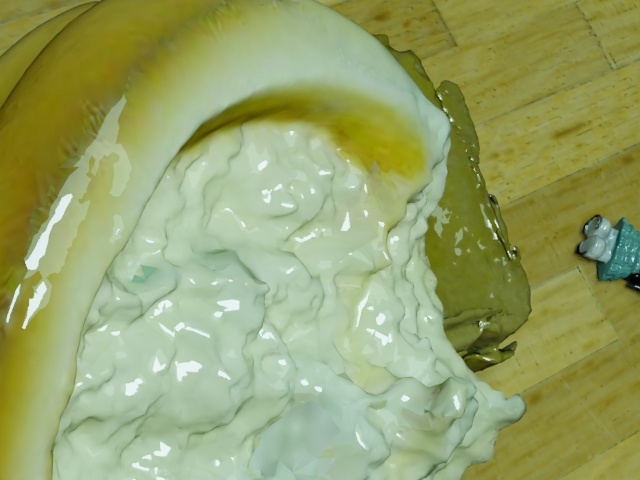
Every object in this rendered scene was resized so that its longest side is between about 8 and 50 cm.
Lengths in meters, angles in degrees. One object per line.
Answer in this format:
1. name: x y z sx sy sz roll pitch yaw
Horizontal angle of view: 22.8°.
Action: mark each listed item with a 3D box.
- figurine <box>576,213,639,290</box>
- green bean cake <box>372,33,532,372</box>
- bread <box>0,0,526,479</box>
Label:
1. figurine: 0.240 0.020 1.169 0.106 0.047 0.060 24 54 -13
2. green bean cake: 0.000 0.000 1.015 0.224 0.131 0.230 -14 74 -31
3. bread: -0.078 0.082 0.820 0.329 0.245 0.424 6 92 -29
